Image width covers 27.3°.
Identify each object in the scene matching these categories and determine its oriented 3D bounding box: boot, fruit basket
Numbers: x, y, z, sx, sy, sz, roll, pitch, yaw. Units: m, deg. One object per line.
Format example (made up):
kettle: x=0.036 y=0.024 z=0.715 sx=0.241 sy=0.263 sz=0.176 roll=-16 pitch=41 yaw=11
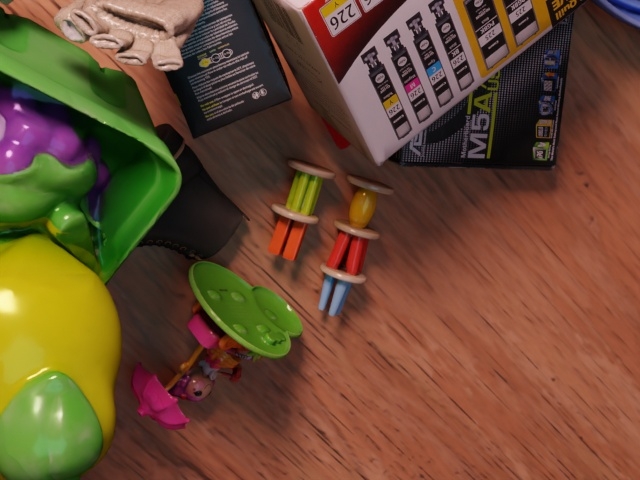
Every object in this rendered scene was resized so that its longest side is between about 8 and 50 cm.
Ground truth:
boot: x=-0.174 y=0.001 z=1.311 sx=0.198 sy=0.077 sz=0.137 roll=-45 pitch=118 yaw=-2
fruit basket: x=-0.287 y=0.032 z=1.076 sx=0.283 sy=0.392 sz=0.392 roll=29 pitch=94 yaw=-23

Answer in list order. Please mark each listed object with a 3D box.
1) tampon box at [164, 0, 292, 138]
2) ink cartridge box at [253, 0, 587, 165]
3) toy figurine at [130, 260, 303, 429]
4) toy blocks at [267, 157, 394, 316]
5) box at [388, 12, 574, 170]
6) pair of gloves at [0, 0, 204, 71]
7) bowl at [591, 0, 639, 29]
tampon box: x=-0.106 y=-0.199 z=1.243 sx=0.101 sy=0.120 sz=0.161 roll=-22 pitch=109 yaw=3
ink cartridge box: x=0.118 y=-0.231 z=1.218 sx=0.309 sy=0.130 sz=0.272 roll=-38 pitch=137 yaw=-7
toy figurine: x=-0.119 y=0.122 z=1.348 sx=0.159 sy=0.130 sz=0.173 roll=-47 pitch=159 yaw=17
toy blocks: x=0.000 y=0.000 z=1.376 sx=0.123 sy=0.054 sz=0.148 roll=14 pitch=100 yaw=-22
box: x=0.169 y=-0.171 z=1.393 sx=0.184 sy=0.045 sz=0.191 roll=1 pitch=103 yaw=-21
pair of gloves: x=-0.214 y=-0.198 z=1.069 sx=0.240 sy=0.204 sz=0.042 roll=9 pitch=116 yaw=-5
bowl: x=0.391 y=-0.413 z=1.387 sx=0.391 sy=0.077 sz=0.391 roll=-5 pitch=106 yaw=-17
